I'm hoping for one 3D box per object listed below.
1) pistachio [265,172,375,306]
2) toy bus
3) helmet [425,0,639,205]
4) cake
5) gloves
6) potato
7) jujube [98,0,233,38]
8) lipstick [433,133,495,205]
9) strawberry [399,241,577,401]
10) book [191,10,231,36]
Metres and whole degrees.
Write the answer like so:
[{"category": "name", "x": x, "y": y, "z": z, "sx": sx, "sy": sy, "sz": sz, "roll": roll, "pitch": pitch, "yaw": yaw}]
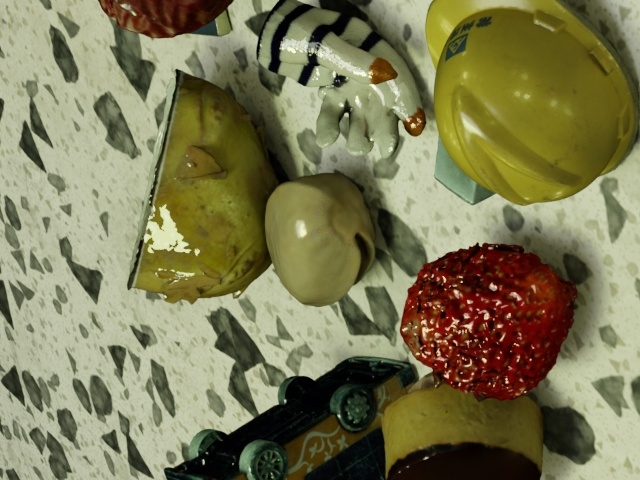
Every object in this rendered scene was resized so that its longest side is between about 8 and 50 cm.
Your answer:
[{"category": "pistachio", "x": 0.000, "y": 0.000, "z": 2.222, "sx": 0.152, "sy": 0.126, "sz": 0.223, "roll": 30, "pitch": 149, "yaw": 21}, {"category": "toy bus", "x": -0.014, "y": 0.294, "z": 2.277, "sx": 0.162, "sy": 0.323, "sz": 0.194, "roll": 1, "pitch": 116, "yaw": 55}, {"category": "helmet", "x": 0.190, "y": -0.127, "z": 1.759, "sx": 0.205, "sy": 0.140, "sz": 0.257, "roll": -25, "pitch": 112, "yaw": 42}, {"category": "cake", "x": 0.161, "y": 0.222, "z": 2.111, "sx": 0.185, "sy": 0.208, "sz": 0.178, "roll": 43, "pitch": -152, "yaw": -44}, {"category": "gloves", "x": 0.032, "y": -0.192, "z": 2.053, "sx": 0.219, "sy": 0.131, "sz": 0.140, "roll": 28, "pitch": 129, "yaw": 6}, {"category": "potato", "x": -0.135, "y": -0.067, "z": 2.328, "sx": 0.246, "sy": 0.196, "sz": 0.299, "roll": -105, "pitch": 27, "yaw": -69}, {"category": "jujube", "x": -0.162, "y": -0.406, "z": 2.098, "sx": 0.216, "sy": 0.216, "sz": 0.342, "roll": 49, "pitch": 139, "yaw": 22}, {"category": "lipstick", "x": 0.178, "y": -0.185, "z": 1.873, "sx": 0.068, "sy": 0.066, "sz": 0.317, "roll": 39, "pitch": 142, "yaw": 33}, {"category": "strawberry", "x": 0.197, "y": 0.087, "z": 1.958, "sx": 0.201, "sy": 0.184, "sz": 0.186, "roll": -30, "pitch": 90, "yaw": 47}, {"category": "book", "x": -0.210, "y": -0.401, "z": 2.323, "sx": 0.191, "sy": 0.025, "sz": 0.269, "roll": 14, "pitch": 124, "yaw": 52}]
